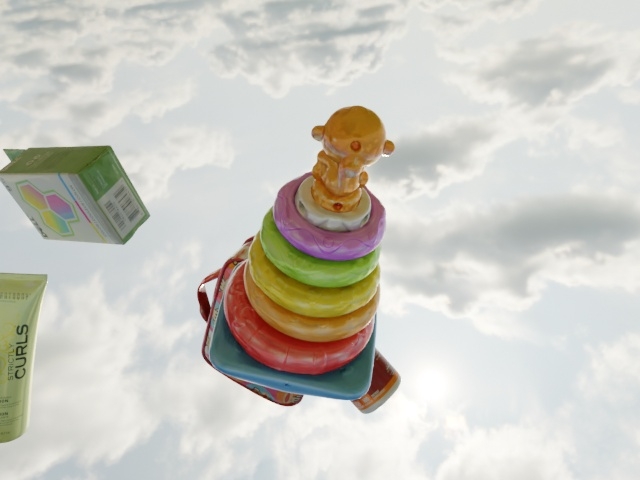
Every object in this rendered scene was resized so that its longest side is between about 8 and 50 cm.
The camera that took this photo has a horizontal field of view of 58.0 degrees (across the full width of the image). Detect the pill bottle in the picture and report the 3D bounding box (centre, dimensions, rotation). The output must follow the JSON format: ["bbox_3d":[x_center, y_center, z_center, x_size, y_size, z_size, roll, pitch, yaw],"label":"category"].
[{"bbox_3d":[0.046,0.186,0.896,0.086,0.152,0.086,-43,179,-1],"label":"pill bottle"}]

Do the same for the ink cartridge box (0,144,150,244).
[{"bbox_3d":[-0.330,-0.058,0.732,0.209,0.109,0.062,4,-137,29],"label":"ink cartridge box"}]

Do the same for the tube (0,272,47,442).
[{"bbox_3d":[-0.392,0.142,0.712,0.062,0.240,0.070,26,-154,24],"label":"tube"}]

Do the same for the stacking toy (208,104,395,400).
[{"bbox_3d":[0.000,0.000,0.545,0.175,0.302,0.166,13,-136,-3],"label":"stacking toy"}]

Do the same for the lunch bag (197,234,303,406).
[{"bbox_3d":[-0.105,0.143,1.046,0.258,0.293,0.120,26,-145,4],"label":"lunch bag"}]
